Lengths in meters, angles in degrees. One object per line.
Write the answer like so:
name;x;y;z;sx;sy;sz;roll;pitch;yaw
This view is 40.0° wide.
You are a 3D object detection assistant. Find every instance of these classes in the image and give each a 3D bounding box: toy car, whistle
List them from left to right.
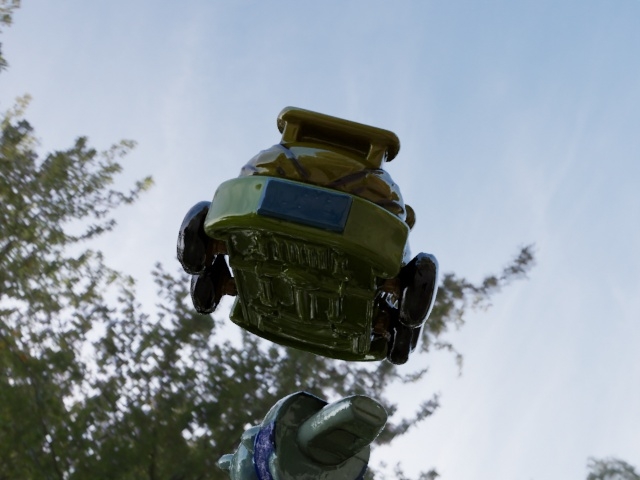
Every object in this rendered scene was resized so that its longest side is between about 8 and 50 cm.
whistle;-0.015;0.191;0.771;0.110;0.244;0.092;29;-127;-12
toy car;0.000;0.000;0.718;0.201;0.248;0.142;15;-115;5
